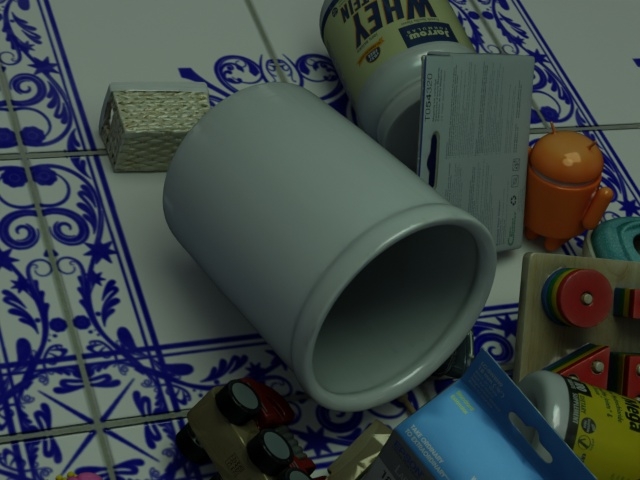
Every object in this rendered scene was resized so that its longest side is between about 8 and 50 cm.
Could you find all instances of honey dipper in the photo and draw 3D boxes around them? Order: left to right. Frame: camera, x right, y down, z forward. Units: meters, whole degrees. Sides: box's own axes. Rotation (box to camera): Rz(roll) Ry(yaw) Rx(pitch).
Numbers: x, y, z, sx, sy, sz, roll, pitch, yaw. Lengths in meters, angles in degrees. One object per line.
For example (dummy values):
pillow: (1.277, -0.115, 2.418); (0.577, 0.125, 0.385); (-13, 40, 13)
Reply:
honey dipper: (0.159, 0.280, 1.872); (0.030, 0.030, 0.161); (-14, 55, -31)

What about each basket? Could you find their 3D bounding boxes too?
basket: (-0.259, -0.181, 2.061); (0.167, 0.113, 0.103); (-4, 54, -24)

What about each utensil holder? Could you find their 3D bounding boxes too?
utensil holder: (0.000, 0.000, 1.819); (0.327, 0.328, 0.385); (-18, 44, -33)

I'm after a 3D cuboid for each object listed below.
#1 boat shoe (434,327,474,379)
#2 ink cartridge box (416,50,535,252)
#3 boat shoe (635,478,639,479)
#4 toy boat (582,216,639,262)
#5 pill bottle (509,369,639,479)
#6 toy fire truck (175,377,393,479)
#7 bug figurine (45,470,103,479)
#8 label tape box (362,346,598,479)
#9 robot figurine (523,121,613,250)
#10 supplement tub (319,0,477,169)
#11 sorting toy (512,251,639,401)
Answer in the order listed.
boat shoe: (0.201, 0.120, 1.978); (0.079, 0.095, 0.254); (25, 28, -12)
ink cartridge box: (0.222, -0.134, 2.033); (0.071, 0.324, 0.330); (11, 12, 39)
boat shoe: (0.380, 0.403, 1.705); (0.123, 0.342, 0.123); (51, 25, -34)
toy boat: (0.501, 0.070, 2.115); (0.318, 0.148, 0.267); (-11, 55, -30)
pill bottle: (0.429, 0.318, 1.828); (0.333, 0.188, 0.188); (19, 45, -12)
toy fire truck: (-0.033, 0.281, 1.735); (0.217, 0.158, 0.246); (54, 24, 22)
bug figurine: (-0.327, 0.379, 1.559); (0.216, 0.072, 0.279); (-22, 61, -36)
label tape box: (0.181, 0.333, 1.620); (0.106, 0.334, 0.241); (-22, 61, -35)
robot figurine: (0.407, -0.091, 2.167); (0.128, 0.219, 0.158); (-1, 37, -9)
supplement tub: (0.150, -0.308, 2.252); (0.235, 0.235, 0.325); (-4, 51, -25)
sorting toy: (0.430, 0.156, 1.949); (0.255, 0.089, 0.257); (5, 89, -18)
